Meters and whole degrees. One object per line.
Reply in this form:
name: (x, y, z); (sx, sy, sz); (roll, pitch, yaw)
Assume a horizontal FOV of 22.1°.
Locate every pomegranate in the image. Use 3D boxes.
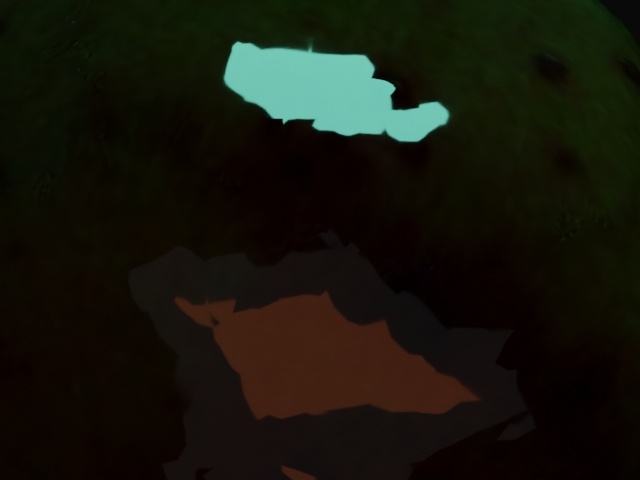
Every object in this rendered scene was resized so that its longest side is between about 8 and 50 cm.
pomegranate: (-0.021, 0.012, 0.522); (0.290, 0.323, 0.291); (-5, 122, -8)
